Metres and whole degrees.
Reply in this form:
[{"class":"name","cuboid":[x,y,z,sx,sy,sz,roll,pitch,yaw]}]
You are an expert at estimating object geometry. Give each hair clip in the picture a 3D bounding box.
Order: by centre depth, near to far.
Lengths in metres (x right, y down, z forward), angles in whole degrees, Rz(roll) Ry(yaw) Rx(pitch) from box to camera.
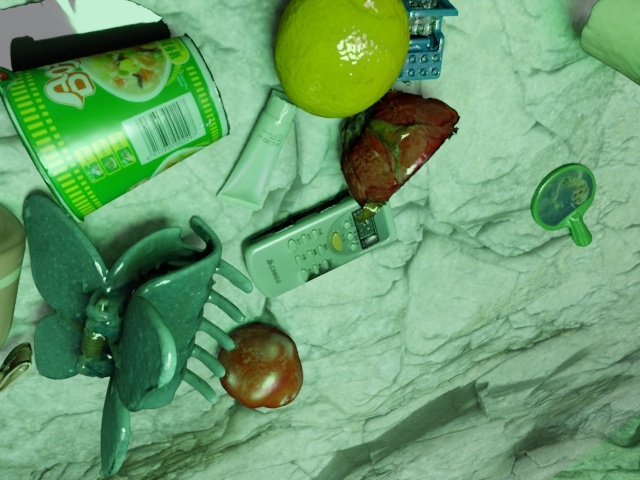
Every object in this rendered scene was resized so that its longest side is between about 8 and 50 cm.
[{"class":"hair clip","cuboid":[-0.270,0.135,0.803,0.238,0.392,0.319,-12,128,-50]}]

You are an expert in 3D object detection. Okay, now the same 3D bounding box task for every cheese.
[{"class":"cheese","cuboid":[0.586,-0.400,0.830,0.332,0.153,0.292,-23,150,-43]}]

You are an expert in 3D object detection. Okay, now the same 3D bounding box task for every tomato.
[{"class":"tomato","cuboid":[-0.106,0.252,1.016,0.187,0.187,0.152,36,80,-37]}]

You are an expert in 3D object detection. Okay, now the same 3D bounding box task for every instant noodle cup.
[{"class":"instant noodle cup","cuboid":[-0.253,-0.162,0.671,0.232,0.207,0.207,-26,128,-14]}]

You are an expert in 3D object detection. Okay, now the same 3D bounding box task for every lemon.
[{"class":"lemon","cuboid":[0.029,-0.272,0.728,0.186,0.187,0.244,8,149,-28]}]

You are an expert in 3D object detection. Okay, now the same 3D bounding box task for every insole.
[{"class":"insole","cuboid":[-0.360,-0.259,0.670,0.321,0.007,0.109,-12,124,-16]}]

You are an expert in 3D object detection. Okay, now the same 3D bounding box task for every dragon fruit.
[{"class":"dragon fruit","cuboid":[0.100,-0.166,0.837,0.148,0.218,0.224,43,111,-6]}]

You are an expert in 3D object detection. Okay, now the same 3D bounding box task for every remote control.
[{"class":"remote control","cuboid":[0.000,0.000,0.968,0.296,0.056,0.140,-25,126,-8]}]

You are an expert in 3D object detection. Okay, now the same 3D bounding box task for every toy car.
[{"class":"toy car","cuboid":[0.151,-0.332,0.791,0.097,0.100,0.191,-8,119,-15]}]

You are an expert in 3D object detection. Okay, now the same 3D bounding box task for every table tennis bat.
[{"class":"table tennis bat","cuboid":[0.580,-0.070,1.194,0.160,0.039,0.257,-40,126,7]}]

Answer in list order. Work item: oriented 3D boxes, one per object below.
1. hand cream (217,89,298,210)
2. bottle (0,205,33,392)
[{"class":"hand cream","cuboid":[-0.098,-0.142,0.839,0.078,0.050,0.205,14,118,-30]},{"class":"bottle","cuboid":[-0.514,0.101,0.731,0.206,0.173,0.297,7,118,-34]}]
